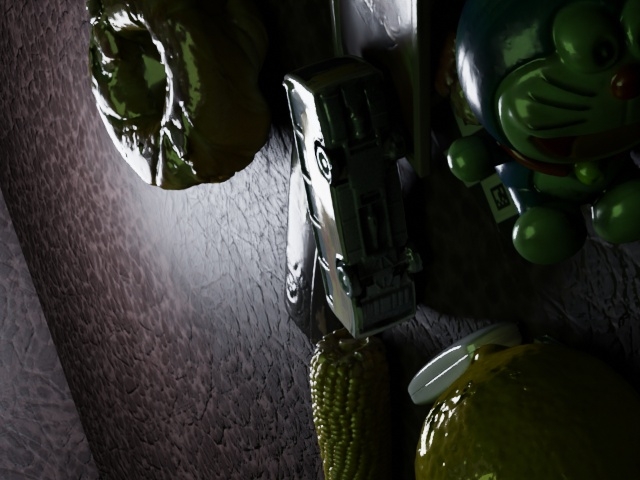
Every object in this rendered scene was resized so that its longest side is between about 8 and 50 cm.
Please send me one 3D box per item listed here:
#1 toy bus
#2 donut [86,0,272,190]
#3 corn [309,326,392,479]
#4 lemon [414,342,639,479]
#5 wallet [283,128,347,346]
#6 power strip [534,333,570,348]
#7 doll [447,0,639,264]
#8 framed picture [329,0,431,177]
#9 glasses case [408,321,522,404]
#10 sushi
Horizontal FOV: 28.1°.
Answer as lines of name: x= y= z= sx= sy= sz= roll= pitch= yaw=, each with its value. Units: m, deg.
toy bus: x=0.040 y=-0.050 z=1.488 sx=0.138 sy=0.097 sz=0.342 roll=-132 pitch=26 yaw=-55
donut: x=-0.200 y=-0.243 z=1.788 sx=0.360 sy=0.170 sz=0.360 roll=29 pitch=127 yaw=48
corn: x=0.044 y=0.256 z=1.702 sx=0.106 sy=0.106 sz=0.305 roll=36 pitch=139 yaw=49
lemon: x=0.213 y=0.230 z=1.212 sx=0.267 sy=0.267 sz=0.267 roll=40 pitch=139 yaw=46
wallet: x=0.000 y=0.000 z=1.690 sx=0.170 sy=0.044 sz=0.321 roll=46 pitch=143 yaw=44
power strip: x=0.246 y=0.164 z=1.354 sx=0.051 sy=0.019 sz=0.136 roll=30 pitch=132 yaw=51
doll: x=0.208 y=-0.132 z=1.059 sx=0.322 sy=0.199 sz=0.186 roll=92 pitch=161 yaw=-52
framed picture: x=0.061 y=-0.231 z=1.375 sx=0.211 sy=0.020 sz=0.289 roll=57 pitch=165 yaw=35
glasses case: x=0.161 y=0.140 z=1.438 sx=0.049 sy=0.076 sz=0.197 roll=63 pitch=152 yaw=13
sushi: x=0.140 y=-0.171 z=1.316 sx=0.290 sy=0.050 sz=0.264 roll=56 pitch=149 yaw=27
